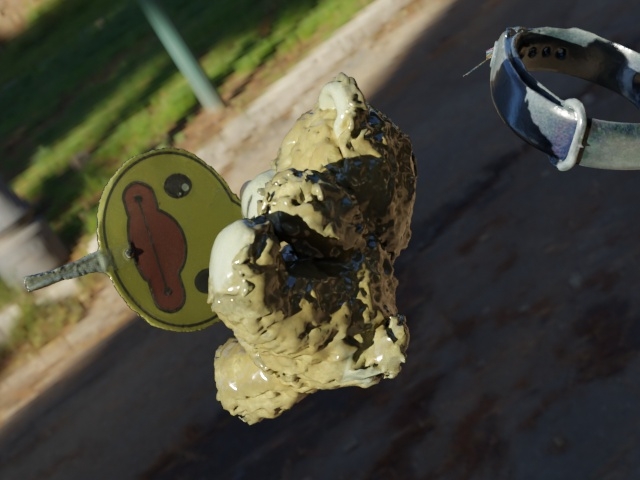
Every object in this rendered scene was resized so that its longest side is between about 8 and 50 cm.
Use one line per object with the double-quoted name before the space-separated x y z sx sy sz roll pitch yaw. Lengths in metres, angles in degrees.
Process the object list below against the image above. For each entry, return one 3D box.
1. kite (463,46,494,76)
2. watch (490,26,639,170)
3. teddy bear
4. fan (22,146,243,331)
"kite" 0.174 -0.191 1.420 0.078 0.002 0.044 -29 19 -6
"watch" 0.252 -0.131 1.283 0.193 0.068 0.206 13 32 2
"teddy bear" 0.000 0.000 1.108 0.156 0.267 0.256 6 63 2
"fan" -0.208 0.010 1.660 0.335 0.230 0.011 -20 1 -37
